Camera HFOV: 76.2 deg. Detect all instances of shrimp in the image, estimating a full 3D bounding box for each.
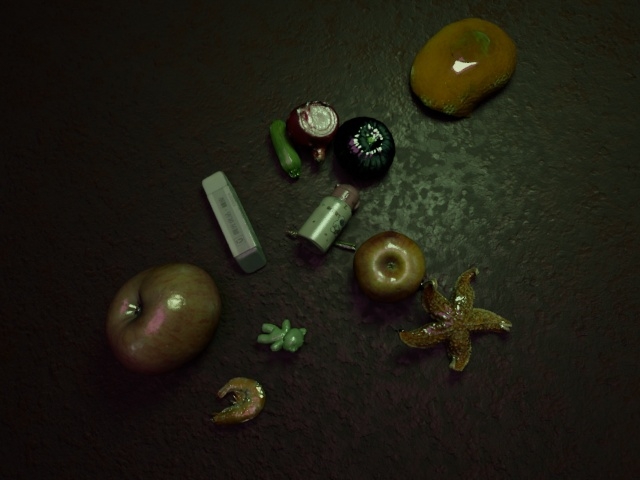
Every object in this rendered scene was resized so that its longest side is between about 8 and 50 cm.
[{"bbox_3d":[-0.258,0.495,1.249,0.187,0.051,0.132,-22,59,-2],"label":"shrimp"}]

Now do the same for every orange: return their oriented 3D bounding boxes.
[{"bbox_3d":[0.442,-0.558,1.280,0.335,0.196,0.262,-31,64,9],"label":"orange"}]

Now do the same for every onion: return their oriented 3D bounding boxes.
[{"bbox_3d":[-0.026,-0.340,1.321,0.173,0.135,0.198,-7,94,-14],"label":"onion"}]

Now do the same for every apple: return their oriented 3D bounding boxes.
[{"bbox_3d":[-0.468,0.224,1.208,0.345,0.269,0.344,-2,80,9],"label":"apple"},{"bbox_3d":[0.197,0.078,1.182,0.211,0.188,0.211,-1,83,10],"label":"apple"}]

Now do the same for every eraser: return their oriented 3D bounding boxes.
[{"bbox_3d":[-0.284,-0.061,1.340,0.089,0.061,0.352,-28,76,2],"label":"eraser"}]

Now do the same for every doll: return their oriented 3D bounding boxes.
[{"bbox_3d":[-0.120,0.300,1.254,0.150,0.077,0.115,10,44,20],"label":"doll"}]

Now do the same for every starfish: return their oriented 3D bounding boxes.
[{"bbox_3d":[0.377,0.210,1.154,0.303,0.113,0.312,43,79,-12],"label":"starfish"}]

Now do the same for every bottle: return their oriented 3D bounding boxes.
[{"bbox_3d":[0.033,-0.074,1.265,0.110,0.110,0.233,33,74,12],"label":"bottle"}]

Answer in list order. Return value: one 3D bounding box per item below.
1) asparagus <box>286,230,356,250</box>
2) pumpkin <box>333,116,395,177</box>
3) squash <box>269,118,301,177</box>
[{"bbox_3d":[0.000,0.000,1.308,0.233,0.022,0.023,12,115,8],"label":"asparagus"},{"bbox_3d":[0.137,-0.291,1.280,0.202,0.140,0.202,3,78,-13],"label":"pumpkin"},{"bbox_3d":[-0.119,-0.306,1.353,0.068,0.077,0.219,-24,79,12],"label":"squash"}]
